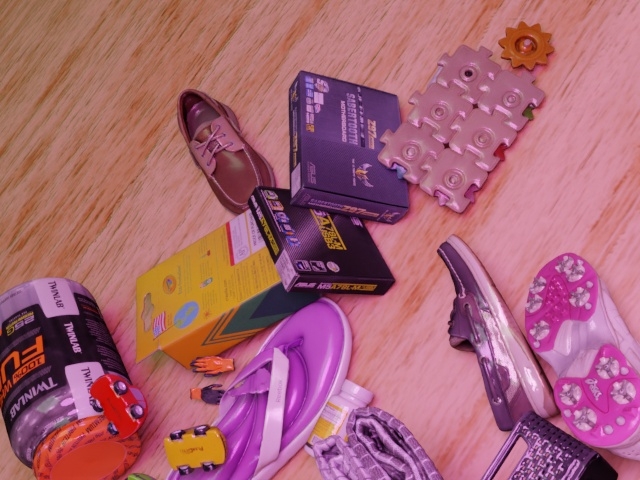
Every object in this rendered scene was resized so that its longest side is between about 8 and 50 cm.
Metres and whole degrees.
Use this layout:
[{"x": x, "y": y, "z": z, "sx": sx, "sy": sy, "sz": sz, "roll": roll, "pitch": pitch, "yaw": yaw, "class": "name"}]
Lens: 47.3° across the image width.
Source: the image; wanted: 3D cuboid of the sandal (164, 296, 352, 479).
[{"x": -0.099, "y": 0.261, "z": 1.091, "sx": 0.169, "sy": 0.102, "sz": 0.416, "roll": 31, "pitch": 84, "yaw": 38, "class": "sandal"}]

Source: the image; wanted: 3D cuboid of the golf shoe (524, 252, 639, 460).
[{"x": 0.340, "y": 0.143, "z": 0.898, "sx": 0.115, "sy": 0.140, "sz": 0.306, "roll": -40, "pitch": 28, "yaw": 29, "class": "golf shoe"}]

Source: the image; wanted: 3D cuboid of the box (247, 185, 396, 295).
[{"x": 0.000, "y": 0.000, "z": 1.122, "sx": 0.045, "sy": 0.184, "sz": 0.190, "roll": -59, "pitch": 43, "yaw": 36, "class": "box"}]

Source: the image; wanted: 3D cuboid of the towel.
[{"x": 0.132, "y": 0.341, "z": 0.806, "sx": 0.121, "sy": 0.235, "sz": 0.283, "roll": -36, "pitch": 42, "yaw": -7, "class": "towel"}]

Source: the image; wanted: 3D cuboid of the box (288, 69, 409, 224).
[{"x": 0.043, "y": -0.150, "z": 1.176, "sx": 0.059, "sy": 0.183, "sz": 0.232, "roll": 133, "pitch": 142, "yaw": -54, "class": "box"}]

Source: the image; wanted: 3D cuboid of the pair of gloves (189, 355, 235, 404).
[{"x": -0.174, "y": 0.225, "z": 1.176, "sx": 0.074, "sy": 0.010, "sz": 0.083, "roll": 2, "pitch": 103, "yaw": 1, "class": "pair of gloves"}]

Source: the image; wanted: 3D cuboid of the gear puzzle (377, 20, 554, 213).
[{"x": 0.243, "y": -0.213, "z": 1.152, "sx": 0.175, "sy": 0.044, "sz": 0.339, "roll": 35, "pitch": 82, "yaw": 13, "class": "gear puzzle"}]

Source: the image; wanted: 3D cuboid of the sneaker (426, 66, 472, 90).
[{"x": 0.198, "y": -0.233, "z": 1.210, "sx": 0.061, "sy": 0.054, "sz": 0.152, "roll": 17, "pitch": 78, "yaw": 60, "class": "sneaker"}]

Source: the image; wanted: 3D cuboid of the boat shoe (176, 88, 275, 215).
[{"x": -0.191, "y": -0.167, "z": 1.358, "sx": 0.123, "sy": 0.116, "sz": 0.324, "roll": -41, "pitch": 52, "yaw": 6, "class": "boat shoe"}]

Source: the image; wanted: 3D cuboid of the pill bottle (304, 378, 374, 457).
[{"x": 0.030, "y": 0.260, "z": 1.039, "sx": 0.065, "sy": 0.065, "sz": 0.116, "roll": 21, "pitch": 78, "yaw": 37, "class": "pill bottle"}]

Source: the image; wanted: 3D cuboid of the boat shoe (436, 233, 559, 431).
[{"x": 0.215, "y": 0.119, "z": 0.982, "sx": 0.092, "sy": 0.103, "sz": 0.285, "roll": -29, "pitch": 60, "yaw": 9, "class": "boat shoe"}]

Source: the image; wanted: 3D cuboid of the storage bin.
[{"x": 0.257, "y": 0.279, "z": 0.822, "sx": 0.084, "sy": 0.180, "sz": 0.122, "roll": 31, "pitch": 84, "yaw": 37, "class": "storage bin"}]

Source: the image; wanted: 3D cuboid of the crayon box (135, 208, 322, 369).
[{"x": -0.163, "y": 0.075, "z": 1.216, "sx": 0.319, "sy": 0.081, "sz": 0.202, "roll": -29, "pitch": 42, "yaw": 15, "class": "crayon box"}]

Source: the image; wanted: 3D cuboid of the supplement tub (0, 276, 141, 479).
[{"x": -0.437, "y": 0.241, "z": 1.237, "sx": 0.207, "sy": 0.207, "sz": 0.338, "roll": -42, "pitch": 52, "yaw": 5, "class": "supplement tub"}]

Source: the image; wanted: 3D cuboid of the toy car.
[{"x": -0.249, "y": 0.330, "z": 1.077, "sx": 0.239, "sy": 0.053, "sz": 0.225, "roll": 21, "pitch": 104, "yaw": 20, "class": "toy car"}]
